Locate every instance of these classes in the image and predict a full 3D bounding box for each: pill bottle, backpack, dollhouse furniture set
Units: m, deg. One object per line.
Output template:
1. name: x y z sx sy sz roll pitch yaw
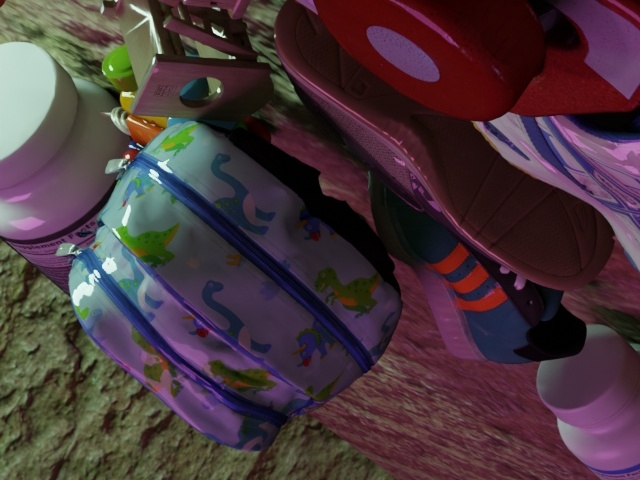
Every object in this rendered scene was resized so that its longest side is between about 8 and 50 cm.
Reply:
1. pill bottle: 0.296 0.172 1.351 0.221 0.124 0.124 43 164 -33
2. backpack: -0.066 0.034 1.171 0.290 0.273 0.355 47 159 -4
3. dollhouse furniture set: -0.085 -0.208 1.066 0.101 0.182 0.161 1 143 -30
4. pill bottle: -0.285 -0.062 1.728 0.210 0.210 0.363 24 164 36

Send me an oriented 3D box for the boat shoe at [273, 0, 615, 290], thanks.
1. boat shoe: 0.084 -0.071 1.039 0.285 0.103 0.092 38 173 -1

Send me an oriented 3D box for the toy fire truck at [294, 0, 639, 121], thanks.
1. toy fire truck: 0.029 -0.156 0.691 0.302 0.169 0.254 33 170 5

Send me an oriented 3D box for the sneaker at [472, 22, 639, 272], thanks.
1. sneaker: 0.209 -0.037 0.815 0.296 0.112 0.131 32 167 2

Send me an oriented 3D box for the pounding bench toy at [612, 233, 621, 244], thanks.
1. pounding bench toy: 0.235 -0.013 0.941 0.052 0.065 0.083 35 167 -4

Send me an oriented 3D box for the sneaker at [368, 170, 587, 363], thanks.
1. sneaker: 0.137 0.000 1.193 0.121 0.108 0.302 2 146 29

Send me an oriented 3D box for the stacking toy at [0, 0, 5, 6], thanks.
1. stacking toy: -0.298 -0.307 1.022 0.309 0.130 0.279 36 168 -14

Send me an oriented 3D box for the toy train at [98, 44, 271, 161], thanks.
1. toy train: -0.174 -0.136 1.447 0.248 0.105 0.143 24 154 38

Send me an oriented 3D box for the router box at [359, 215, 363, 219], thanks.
1. router box: 0.000 0.000 1.622 0.133 0.046 0.179 28 167 22
